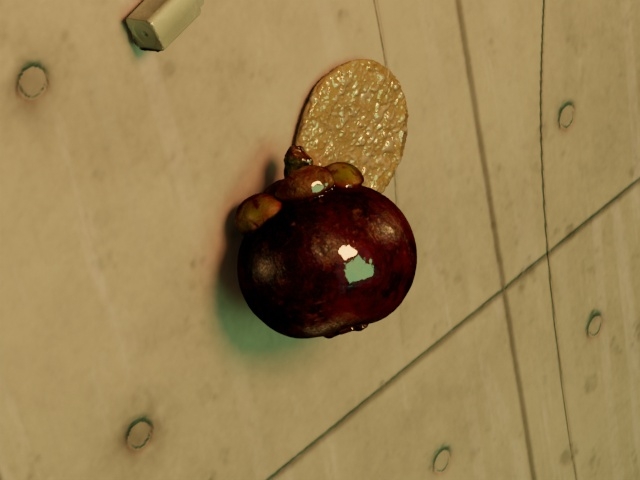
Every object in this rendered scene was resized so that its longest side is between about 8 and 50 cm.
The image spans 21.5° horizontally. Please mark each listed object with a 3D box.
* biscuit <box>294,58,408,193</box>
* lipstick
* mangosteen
[{"bbox_3d":[0.024,-0.076,1.248,0.120,0.015,0.120,-19,117,-41],"label":"biscuit"},{"bbox_3d":[-0.083,-0.165,1.094,0.107,0.025,0.025,-51,135,-30],"label":"lipstick"},{"bbox_3d":[0.000,0.000,1.183,0.140,0.140,0.140,-19,118,-42],"label":"mangosteen"}]
